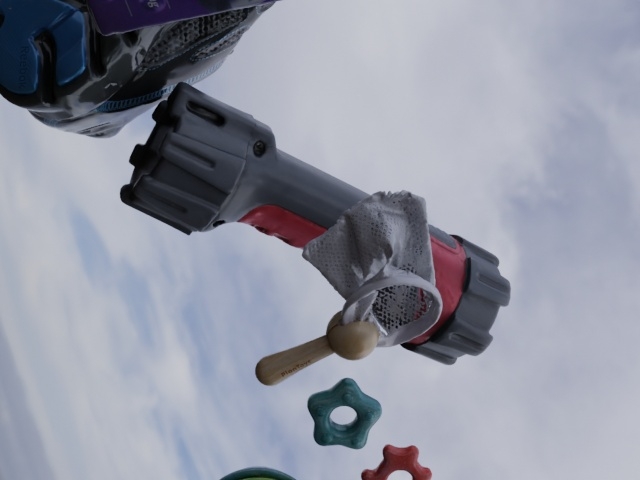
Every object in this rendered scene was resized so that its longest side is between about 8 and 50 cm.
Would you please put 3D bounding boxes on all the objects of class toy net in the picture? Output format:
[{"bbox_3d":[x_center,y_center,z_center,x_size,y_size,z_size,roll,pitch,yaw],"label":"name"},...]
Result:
[{"bbox_3d":[0.020,0.089,0.534,0.045,0.122,0.232,-96,-152,-74],"label":"toy net"}]

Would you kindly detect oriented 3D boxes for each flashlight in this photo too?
[{"bbox_3d":[0.000,0.000,0.746,0.103,0.304,0.103,-28,-136,54],"label":"flashlight"}]

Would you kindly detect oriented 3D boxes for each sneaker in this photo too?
[{"bbox_3d":[-0.081,-0.204,0.704,0.125,0.341,0.139,53,-2,14],"label":"sneaker"}]

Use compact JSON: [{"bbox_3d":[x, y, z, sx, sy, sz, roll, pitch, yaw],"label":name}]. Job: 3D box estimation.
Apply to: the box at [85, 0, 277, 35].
[{"bbox_3d":[-0.024,-0.198,0.435,0.153,0.207,0.108,72,10,-49],"label":"box"}]
